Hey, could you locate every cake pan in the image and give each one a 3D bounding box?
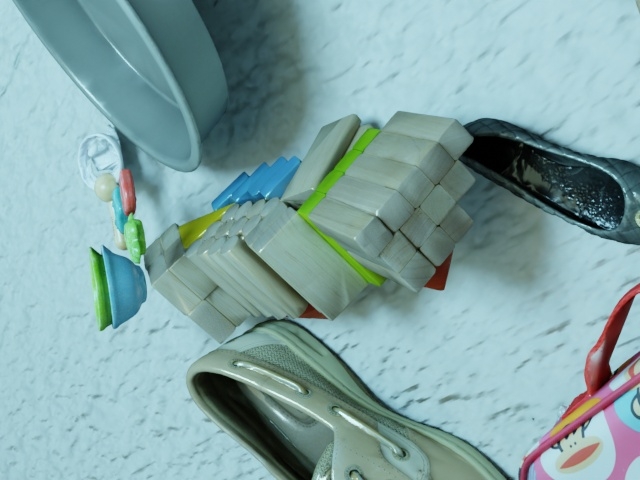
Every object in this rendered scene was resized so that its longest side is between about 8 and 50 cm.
[{"bbox_3d":[-0.177,-0.185,0.818,0.293,0.054,0.293,44,162,18],"label":"cake pan"}]

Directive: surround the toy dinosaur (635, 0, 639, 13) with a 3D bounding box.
[{"bbox_3d":[0.196,-0.174,0.612,0.112,0.064,0.211,5,107,36],"label":"toy dinosaur"}]

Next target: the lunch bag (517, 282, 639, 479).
[{"bbox_3d":[0.265,0.137,0.613,0.258,0.120,0.293,54,129,13],"label":"lunch bag"}]

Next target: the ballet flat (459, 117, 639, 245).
[{"bbox_3d":[0.164,-0.036,0.687,0.173,0.049,0.057,26,119,30],"label":"ballet flat"}]

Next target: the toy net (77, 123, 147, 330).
[{"bbox_3d":[-0.190,-0.036,0.890,0.122,0.045,0.232,96,160,-44],"label":"toy net"}]

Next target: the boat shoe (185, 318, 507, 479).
[{"bbox_3d":[0.031,0.197,0.820,0.341,0.110,0.121,34,122,26],"label":"boat shoe"}]

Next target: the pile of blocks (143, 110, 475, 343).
[{"bbox_3d":[0.000,0.000,0.801,0.112,0.149,0.362,45,147,-24],"label":"pile of blocks"}]
